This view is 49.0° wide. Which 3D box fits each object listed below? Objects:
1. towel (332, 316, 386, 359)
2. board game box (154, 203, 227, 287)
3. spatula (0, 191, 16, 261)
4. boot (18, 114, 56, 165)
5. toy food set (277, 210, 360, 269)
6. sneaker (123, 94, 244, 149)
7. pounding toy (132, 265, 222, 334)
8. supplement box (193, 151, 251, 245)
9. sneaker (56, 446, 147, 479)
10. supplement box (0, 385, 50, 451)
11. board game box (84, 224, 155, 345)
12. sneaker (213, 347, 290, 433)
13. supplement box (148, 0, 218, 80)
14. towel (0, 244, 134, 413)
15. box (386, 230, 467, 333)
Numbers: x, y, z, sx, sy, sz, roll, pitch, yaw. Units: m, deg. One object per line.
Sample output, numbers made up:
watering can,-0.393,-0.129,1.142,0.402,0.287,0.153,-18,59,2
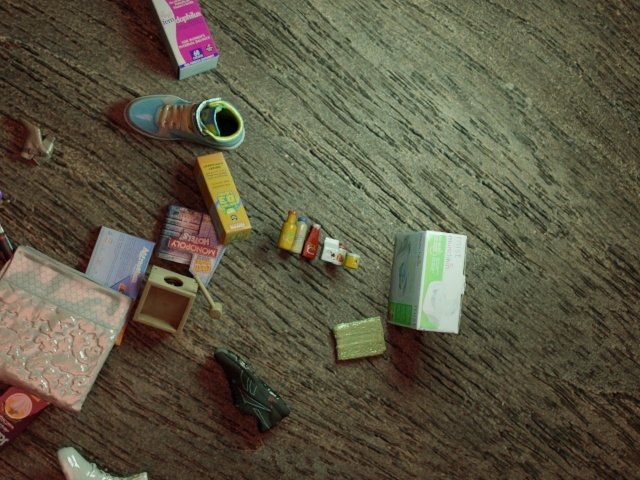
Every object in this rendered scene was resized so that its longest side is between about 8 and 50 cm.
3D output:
towel,0.110,0.278,1.977,0.148,0.027,0.110,-9,92,-15
board game box,-0.332,0.020,1.859,0.194,0.060,0.194,14,85,-13
spatula,-0.811,-0.038,1.759,0.084,0.030,0.297,-23,94,-12
boot,-0.733,-0.249,1.779,0.118,0.042,0.087,34,83,-10
toy food set,0.000,0.000,1.913,0.232,0.111,0.105,15,85,-10
sneaker,-0.341,-0.317,1.790,0.318,0.208,0.127,7,88,-13
pounding toy,-0.350,0.142,1.808,0.206,0.094,0.181,20,112,-12
supplement box,-0.257,-0.109,1.829,0.078,0.080,0.234,-16,72,-25
sneaker,-0.530,0.612,1.779,0.169,0.108,0.293,-30,105,-14
supplement box,-0.763,0.426,1.733,0.104,0.081,0.188,46,79,-8
board game box,-0.544,0.116,1.822,0.145,0.027,0.282,19,84,-11
sneaker,-0.198,0.397,1.862,0.106,0.101,0.267,-44,98,-9
supplement box,-0.361,-0.553,1.841,0.111,0.114,0.220,-23,92,-12
towel,-0.671,0.213,1.720,0.331,0.053,0.317,27,71,-9
box,0.290,0.112,1.921,0.126,0.231,0.262,7,88,-14
